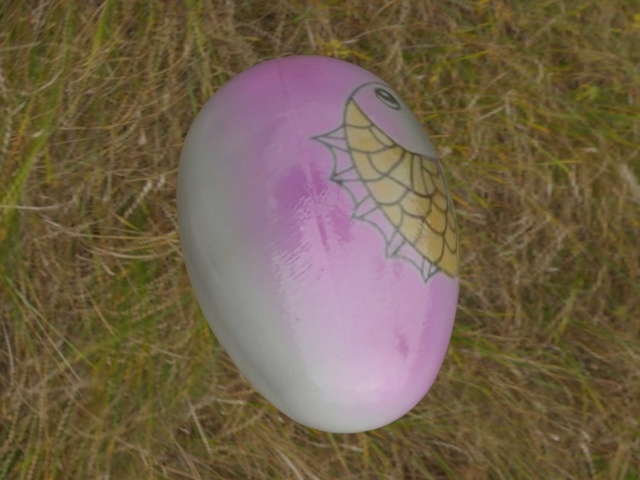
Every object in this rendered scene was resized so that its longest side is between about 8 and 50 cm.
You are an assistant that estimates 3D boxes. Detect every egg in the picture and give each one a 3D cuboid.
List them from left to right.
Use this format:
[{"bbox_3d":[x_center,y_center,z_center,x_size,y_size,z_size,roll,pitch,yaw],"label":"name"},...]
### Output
[{"bbox_3d":[0.000,0.000,0.723,0.196,0.196,0.271,-6,71,-23],"label":"egg"}]
